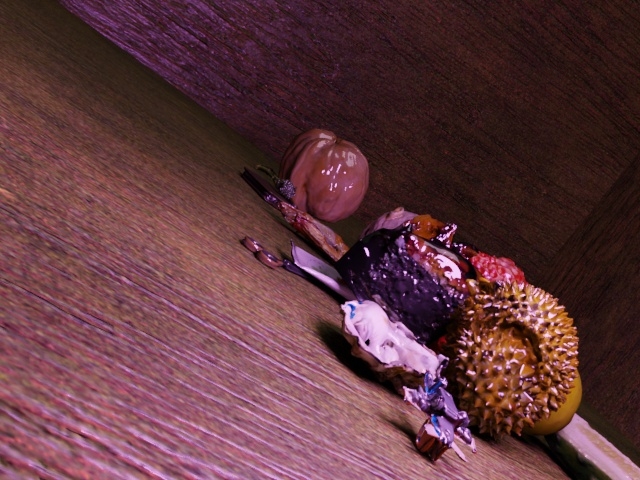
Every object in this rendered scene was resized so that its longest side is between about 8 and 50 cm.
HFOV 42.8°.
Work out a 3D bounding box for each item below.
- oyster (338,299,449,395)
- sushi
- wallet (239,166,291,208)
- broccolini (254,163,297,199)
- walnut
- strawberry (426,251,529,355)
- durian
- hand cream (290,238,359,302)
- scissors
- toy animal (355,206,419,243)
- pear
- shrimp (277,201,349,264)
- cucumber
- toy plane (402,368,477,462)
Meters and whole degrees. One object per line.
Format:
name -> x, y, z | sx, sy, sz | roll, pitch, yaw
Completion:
oyster -> 0.096, 0.168, 1.290 | 0.223, 0.083, 0.214 | 23, 12, -47
sushi -> 0.201, 0.064, 1.594 | 0.227, 0.212, 0.215 | 53, 34, 14
wallet -> -0.154, -0.143, 2.315 | 0.110, 0.031, 0.198 | 32, 8, -38
broccolini -> -0.137, -0.182, 2.379 | 0.054, 0.051, 0.239 | -16, 31, -22
walnut -> 0.006, -0.198, 2.538 | 0.296, 0.285, 0.285 | 26, 1, 26
strawberry -> 0.356, 0.158, 1.875 | 0.292, 0.291, 0.310 | 37, 2, -10
durian -> 0.329, 0.202, 1.425 | 0.258, 0.292, 0.258 | 12, 17, -4
hand cream -> 0.074, 0.105, 1.670 | 0.336, 0.076, 0.121 | 32, 10, -20
scissors -> -0.067, 0.045, 1.549 | 0.088, 0.017, 0.220 | 40, 6, 34
toy animal -> 0.237, 0.030, 2.355 | 0.188, 0.226, 0.358 | 31, 9, -43
pear -> 0.409, 0.279, 1.645 | 0.269, 0.212, 0.212 | 45, 3, -23
shrimp -> 0.001, -0.001, 2.053 | 0.294, 0.062, 0.154 | 37, 12, -17
cucumber -> 0.548, 0.451, 1.695 | 0.145, 0.105, 0.325 | 3, 24, -27
toy plane -> 0.163, 0.224, 1.122 | 0.135, 0.062, 0.188 | 40, 28, -14
